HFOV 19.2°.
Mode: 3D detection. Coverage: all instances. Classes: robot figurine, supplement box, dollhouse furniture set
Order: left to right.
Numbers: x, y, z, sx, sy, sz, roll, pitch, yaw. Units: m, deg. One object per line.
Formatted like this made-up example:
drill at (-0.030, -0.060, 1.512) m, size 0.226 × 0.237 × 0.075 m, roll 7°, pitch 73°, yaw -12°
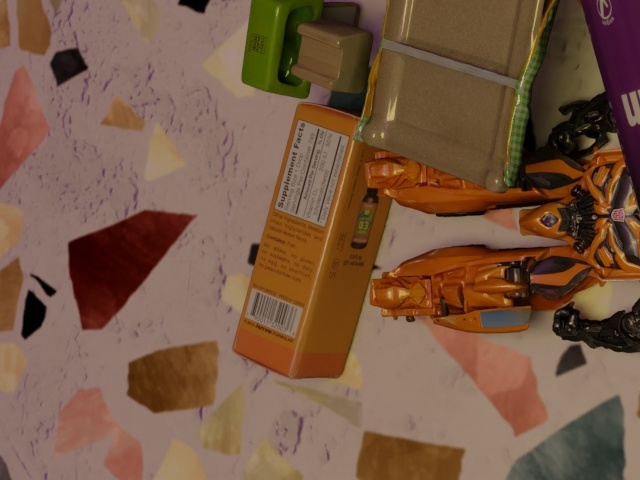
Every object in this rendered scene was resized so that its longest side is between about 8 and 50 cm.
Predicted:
supplement box at (0.000, 0.000, 1.645) m, size 0.080 × 0.078 × 0.233 m, roll 23°, pitch 100°, yaw 35°
dollhouse furniture set at (0.100, -0.176, 1.529) m, size 0.302 × 0.151 × 0.197 m, roll 24°, pitch 112°, yaw 40°
robot figurine at (0.177, -0.012, 1.522) m, size 0.291 × 0.085 × 0.211 m, roll -5°, pitch 86°, yaw 33°

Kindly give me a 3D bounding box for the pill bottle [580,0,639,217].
pill bottle at (0.303, -0.089, 1.357) m, size 0.182 × 0.181 × 0.322 m, roll -16°, pitch 89°, yaw 32°
